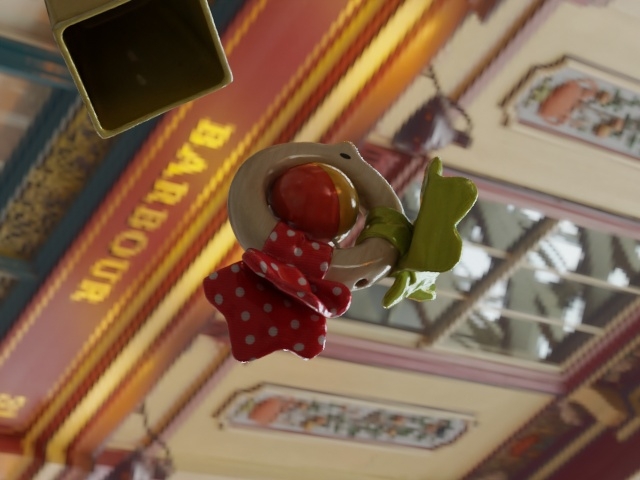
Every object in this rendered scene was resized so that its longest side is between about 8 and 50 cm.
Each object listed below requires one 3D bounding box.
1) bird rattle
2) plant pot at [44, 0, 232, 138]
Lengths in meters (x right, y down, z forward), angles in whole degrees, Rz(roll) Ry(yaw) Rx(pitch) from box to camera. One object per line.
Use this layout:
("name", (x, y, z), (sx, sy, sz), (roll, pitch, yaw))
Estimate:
("bird rattle", (0.000, 0.000, 1.254), (0.207, 0.253, 0.143), (55, -28, 32))
("plant pot", (-0.108, -0.123, 0.786), (0.081, 0.081, 0.083), (73, -9, -45))
